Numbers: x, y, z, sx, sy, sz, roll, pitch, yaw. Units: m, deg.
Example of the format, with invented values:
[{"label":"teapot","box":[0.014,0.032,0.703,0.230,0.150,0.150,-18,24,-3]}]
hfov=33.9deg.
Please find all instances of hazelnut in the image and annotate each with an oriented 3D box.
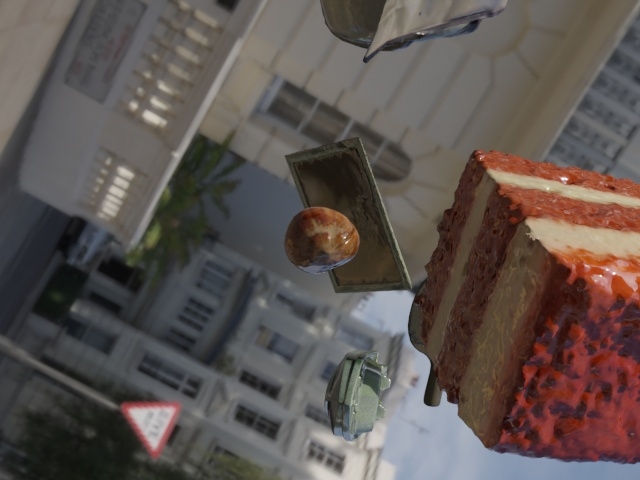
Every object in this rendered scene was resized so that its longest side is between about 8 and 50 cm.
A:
[{"label":"hazelnut","box":[0.000,0.000,1.188,0.086,0.086,0.086,-59,-171,15]}]

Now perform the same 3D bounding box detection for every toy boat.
[{"label":"toy boat","box":[0.059,0.249,1.678,0.319,0.092,0.141,23,75,-80]}]

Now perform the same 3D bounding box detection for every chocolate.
[{"label":"chocolate","box":[0.103,-0.370,1.473,0.283,0.283,0.186,-75,166,-56]}]

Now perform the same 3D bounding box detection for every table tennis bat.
[{"label":"table tennis bat","box":[0.190,0.148,1.605,0.022,0.131,0.234,-116,-147,-65]}]

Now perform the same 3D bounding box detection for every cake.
[{"label":"cake","box":[0.289,0.082,1.222,0.319,0.270,0.269,-106,-152,-63]}]

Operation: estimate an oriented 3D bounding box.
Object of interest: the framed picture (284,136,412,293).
[{"label":"framed picture","box":[0.048,-0.037,1.814,0.016,0.273,0.216,-27,-168,-35]}]

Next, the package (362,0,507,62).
[{"label":"package","box":[0.136,-0.280,0.952,0.251,0.062,0.204,-33,153,-41]}]
